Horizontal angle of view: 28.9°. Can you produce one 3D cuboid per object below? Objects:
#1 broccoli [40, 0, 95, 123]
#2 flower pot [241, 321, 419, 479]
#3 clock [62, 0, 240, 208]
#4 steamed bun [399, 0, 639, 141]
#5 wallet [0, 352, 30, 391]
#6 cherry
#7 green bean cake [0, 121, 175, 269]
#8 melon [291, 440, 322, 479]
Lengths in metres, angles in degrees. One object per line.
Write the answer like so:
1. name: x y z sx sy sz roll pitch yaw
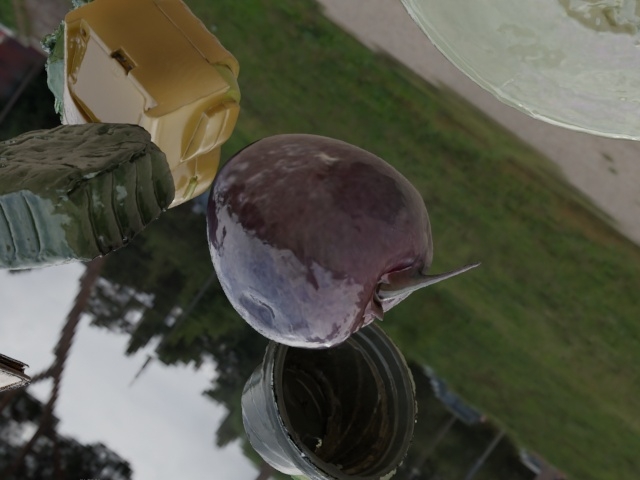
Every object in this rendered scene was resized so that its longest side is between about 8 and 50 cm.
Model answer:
1. broccoli: -0.360 -0.277 2.065 0.241 0.261 0.269 -32 -71 -59
2. flower pot: -0.005 0.203 1.533 0.235 0.235 0.140 34 141 -23
3. clock: -0.253 -0.176 1.758 0.200 0.317 0.244 -25 -113 -35
4. steamed bun: 0.275 -0.269 1.113 0.456 0.290 0.371 11 -152 5
5. wallet: -0.607 0.237 2.090 0.161 0.195 0.042 46 -154 -62
6. cherry: 0.000 0.000 1.206 0.266 0.183 0.213 36 -136 28
7. green bean cake: -0.294 -0.052 1.405 0.227 0.125 0.222 2 -158 28
8. melon: 0.016 0.271 1.890 0.169 0.129 0.265 29 140 6
